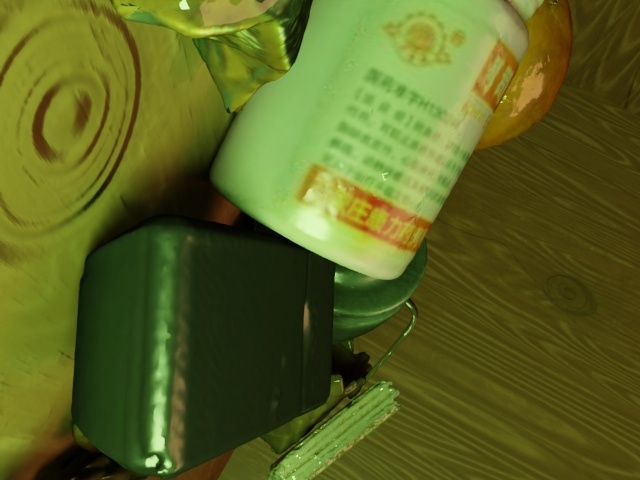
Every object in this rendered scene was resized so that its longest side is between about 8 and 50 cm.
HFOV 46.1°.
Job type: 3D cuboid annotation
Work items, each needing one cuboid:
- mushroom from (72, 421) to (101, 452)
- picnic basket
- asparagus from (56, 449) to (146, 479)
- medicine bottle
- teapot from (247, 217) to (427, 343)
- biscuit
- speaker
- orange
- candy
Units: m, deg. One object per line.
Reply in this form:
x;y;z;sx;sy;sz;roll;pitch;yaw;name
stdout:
-0.198;0.162;0.735;0.088;0.072;0.129;-12;138;-31;mushroom
-0.020;0.163;1.277;0.321;0.254;0.291;-52;173;9;picnic basket
-0.236;0.263;0.852;0.080;0.080;0.287;-61;173;-7;asparagus
0.070;-0.175;0.721;0.388;0.219;0.219;-62;174;5;medicine bottle
-0.018;0.009;1.074;0.240;0.321;0.239;-14;155;-28;teapot
0.024;0.318;1.212;0.239;0.061;0.108;-35;169;-21;biscuit
-0.114;0.082;0.695;0.388;0.184;0.179;13;79;-71;speaker
0.189;-0.260;1.007;0.283;0.284;0.226;-61;167;-1;orange
-0.049;-0.154;0.448;0.271;0.101;0.143;-57;169;-85;candy
